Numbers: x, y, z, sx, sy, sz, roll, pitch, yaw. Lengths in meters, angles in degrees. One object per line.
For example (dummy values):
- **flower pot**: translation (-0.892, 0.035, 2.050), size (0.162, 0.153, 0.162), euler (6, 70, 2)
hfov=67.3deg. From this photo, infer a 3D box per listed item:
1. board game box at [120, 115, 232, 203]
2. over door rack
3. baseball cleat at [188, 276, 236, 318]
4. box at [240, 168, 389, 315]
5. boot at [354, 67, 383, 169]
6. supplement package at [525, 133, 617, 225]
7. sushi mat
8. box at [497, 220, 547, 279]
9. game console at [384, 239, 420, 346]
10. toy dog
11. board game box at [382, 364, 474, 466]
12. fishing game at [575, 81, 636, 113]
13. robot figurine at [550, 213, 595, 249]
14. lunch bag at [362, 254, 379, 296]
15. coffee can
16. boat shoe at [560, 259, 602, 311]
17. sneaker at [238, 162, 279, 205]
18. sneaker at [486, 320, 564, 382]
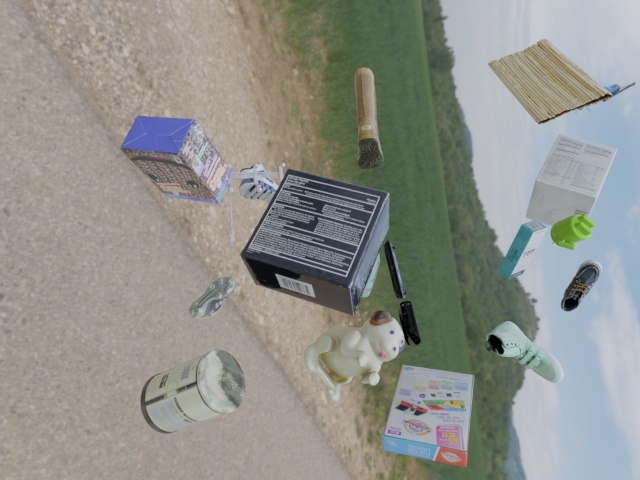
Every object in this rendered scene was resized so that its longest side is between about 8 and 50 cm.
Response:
- **board game box**: translation (-0.475, -0.268, 1.623), size (0.291, 0.232, 0.141), euler (61, 42, -59)
- **over door rack**: translation (-0.245, -0.149, 1.894), size (0.108, 0.240, 0.323), euler (163, -76, -75)
- **baseball cleat**: translation (-0.344, 0.188, 1.596), size (0.072, 0.206, 0.109), euler (61, 17, 21)
- **box**: translation (0.000, 0.000, 1.271), size (0.182, 0.297, 0.293), euler (77, 33, -58)
- **boot**: translation (0.164, -0.411, 1.654), size (0.236, 0.089, 0.269), euler (79, 8, -69)
- **supplement package**: translation (0.890, -0.203, 1.713), size (0.262, 0.198, 0.199), euler (-53, 151, -27)
- **sushi mat**: translation (0.510, -0.374, 1.102), size (0.019, 0.152, 0.316), euler (56, 18, -39)
- **box**: translation (0.806, 0.039, 1.921), size (0.060, 0.101, 0.244), euler (47, -41, 38)
- **game console**: translation (0.267, 0.170, 1.590), size (0.213, 0.044, 0.360), euler (63, 14, -74)
- **toy dog**: translation (0.189, 0.493, 2.186), size (0.284, 0.408, 0.395), euler (60, 18, -13)
- **board game box**: translation (0.345, 0.532, 1.505), size (0.316, 0.243, 0.064), euler (-54, 143, -56)
- **fishing game**: translation (0.885, -0.454, 1.573), size (0.189, 0.264, 0.041), euler (139, -65, -74)
- **robot figurine**: translation (0.632, -0.025, 1.214), size (0.101, 0.067, 0.115), euler (-55, -176, -24)
- **lunch bag**: translation (0.151, 0.108, 2.130), size (0.224, 0.108, 0.278), euler (54, -38, 46)
- **coffee can**: translation (-0.414, 0.494, 1.565), size (0.201, 0.276, 0.201), euler (43, 33, -36)
- **boat shoe**: translation (0.810, 0.145, 1.492), size (0.083, 0.065, 0.183), euler (-46, 154, -39)
- **sneaker**: translation (-0.259, -0.268, 2.261), size (0.316, 0.128, 0.182), euler (21, 44, -46)
- **sneaker**: translation (0.666, 0.389, 1.595), size (0.151, 0.256, 0.094), euler (-14, 136, -39)
